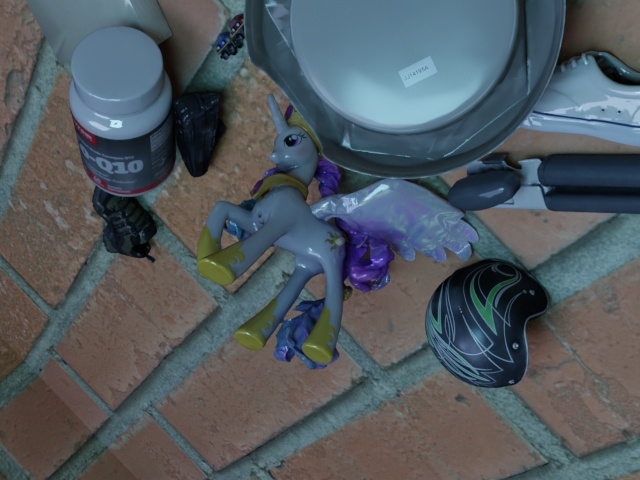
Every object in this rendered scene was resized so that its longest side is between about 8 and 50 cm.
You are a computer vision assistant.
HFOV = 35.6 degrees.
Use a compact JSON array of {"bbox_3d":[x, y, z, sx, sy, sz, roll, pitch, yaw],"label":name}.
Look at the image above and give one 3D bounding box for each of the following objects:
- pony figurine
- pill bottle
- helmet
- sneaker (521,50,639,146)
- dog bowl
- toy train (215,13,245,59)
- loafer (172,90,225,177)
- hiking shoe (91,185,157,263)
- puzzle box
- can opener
[{"bbox_3d":[0.000,0.000,1.421,0.351,0.363,0.302,40,140,-20],"label":"pony figurine"},{"bbox_3d":[-0.316,-0.202,1.595,0.161,0.161,0.283,37,157,12],"label":"pill bottle"},{"bbox_3d":[0.229,0.122,1.405,0.169,0.161,0.169,26,140,23],"label":"helmet"},{"bbox_3d":[0.297,-0.172,1.134,0.258,0.094,0.091,14,117,30],"label":"sneaker"},{"bbox_3d":[0.094,-0.245,1.102,0.348,0.102,0.349,2,100,14],"label":"dog bowl"},{"bbox_3d":[-0.115,-0.311,1.450,0.036,0.027,0.158,52,144,-2],"label":"toy train"},{"bbox_3d":[-0.192,-0.170,1.622,0.223,0.078,0.076,102,144,-66],"label":"loafer"},{"bbox_3d":[-0.366,-0.050,1.925,0.114,0.086,0.227,18,143,14],"label":"hiking shoe"},{"bbox_3d":[-0.416,-0.482,1.565,0.272,0.052,0.409,4,127,44],"label":"puzzle box"},{"bbox_3d":[0.289,-0.057,1.230,0.283,0.095,0.076,4,128,43],"label":"can opener"}]
